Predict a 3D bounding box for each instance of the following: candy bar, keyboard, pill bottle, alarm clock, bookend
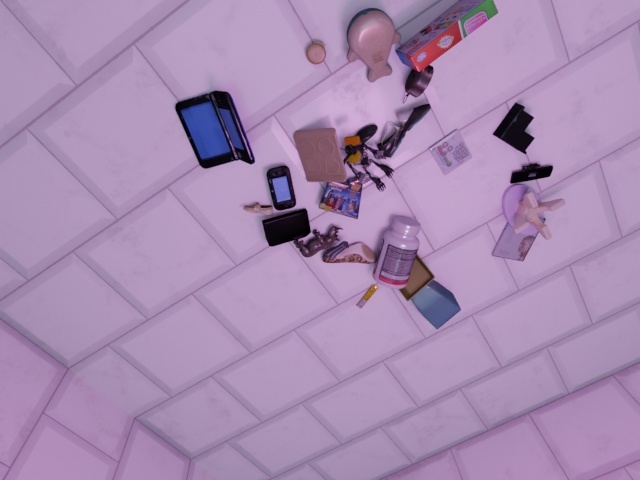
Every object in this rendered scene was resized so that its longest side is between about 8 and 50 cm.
[{"bbox_3d":[0.243,0.297,2.249,0.040,0.018,0.161,29,113,-15],"label":"candy bar"},{"bbox_3d":[0.976,-0.321,1.979,0.191,0.038,0.100,-11,142,-1],"label":"keyboard"},{"bbox_3d":[0.367,0.054,2.032,0.176,0.176,0.319,9,113,-10],"label":"pill bottle"},{"bbox_3d":[0.376,-0.625,1.700,0.064,0.129,0.192,19,136,-14],"label":"alarm clock"},{"bbox_3d":[0.864,-0.483,1.849,0.156,0.072,0.157,23,113,-18],"label":"bookend"}]

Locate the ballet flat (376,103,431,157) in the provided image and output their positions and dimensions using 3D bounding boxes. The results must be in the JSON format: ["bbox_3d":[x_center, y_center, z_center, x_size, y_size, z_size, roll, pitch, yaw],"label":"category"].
[{"bbox_3d":[0.340,-0.475,1.796,0.096,0.095,0.280,36,111,-9],"label":"ballet flat"}]

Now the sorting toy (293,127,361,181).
[{"bbox_3d":[0.042,-0.355,1.779,0.307,0.041,0.229,5,124,34],"label":"sorting toy"}]

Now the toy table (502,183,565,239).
[{"bbox_3d":[0.980,-0.128,1.987,0.252,0.161,0.274,-44,108,9],"label":"toy table"}]

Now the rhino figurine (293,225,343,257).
[{"bbox_3d":[0.000,0.000,2.033,0.243,0.073,0.106,-28,114,8],"label":"rhino figurine"}]

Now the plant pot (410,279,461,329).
[{"bbox_3d":[0.563,0.299,2.202,0.234,0.166,0.165,39,109,-16],"label":"plant pot"}]

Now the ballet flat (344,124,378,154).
[{"bbox_3d":[0.174,-0.435,1.834,0.173,0.049,0.057,-38,74,13],"label":"ballet flat"}]

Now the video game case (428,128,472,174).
[{"bbox_3d":[0.580,-0.390,1.903,0.143,0.019,0.157,-34,116,13],"label":"video game case"}]

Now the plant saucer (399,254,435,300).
[{"bbox_3d":[0.457,0.177,2.132,0.188,0.188,0.045,-46,145,19],"label":"plant saucer"}]

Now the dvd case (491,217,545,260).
[{"bbox_3d":[0.992,-0.018,2.145,0.180,0.022,0.253,10,117,-11],"label":"dvd case"}]

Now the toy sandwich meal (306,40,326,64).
[{"bbox_3d":[-0.017,-0.728,1.658,0.085,0.029,0.086,-3,124,-4],"label":"toy sandwich meal"}]

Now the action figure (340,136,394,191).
[{"bbox_3d":[0.203,-0.323,1.805,0.275,0.141,0.164,29,102,-38],"label":"action figure"}]

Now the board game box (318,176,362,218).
[{"bbox_3d":[0.110,-0.214,1.933,0.194,0.060,0.194,15,115,-13],"label":"board game box"}]

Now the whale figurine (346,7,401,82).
[{"bbox_3d":[0.196,-0.745,1.629,0.216,0.141,0.272,-23,143,7],"label":"whale figurine"}]

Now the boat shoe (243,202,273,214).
[{"bbox_3d":[-0.281,-0.149,1.941,0.135,0.050,0.045,5,115,-20],"label":"boat shoe"}]

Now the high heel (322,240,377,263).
[{"bbox_3d":[0.144,0.085,2.110,0.261,0.093,0.186,21,142,-32],"label":"high heel"}]

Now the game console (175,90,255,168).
[{"bbox_3d":[-0.421,-0.427,1.710,0.173,0.250,0.293,-30,121,-19],"label":"game console"}]

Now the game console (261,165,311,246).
[{"bbox_3d":[-0.172,-0.155,1.922,0.213,0.044,0.362,-17,118,-13],"label":"game console"}]

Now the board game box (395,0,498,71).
[{"bbox_3d":[0.446,-0.759,1.563,0.316,0.242,0.064,-34,117,14],"label":"board game box"}]
